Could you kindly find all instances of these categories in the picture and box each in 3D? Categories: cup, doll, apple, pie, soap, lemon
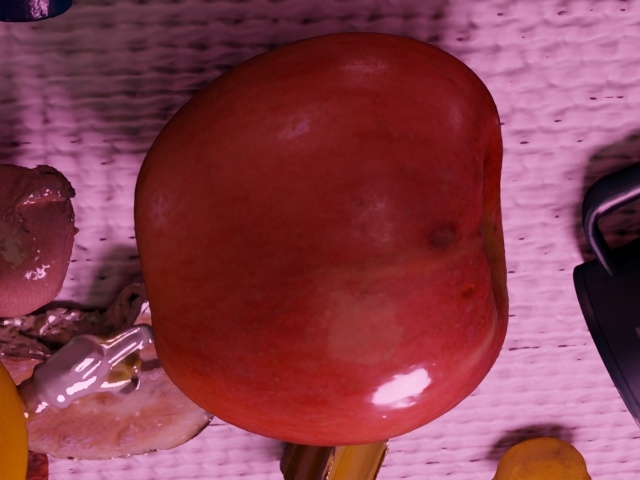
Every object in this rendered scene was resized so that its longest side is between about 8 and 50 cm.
[{"bbox_3d":[0.438,0.043,1.705,0.292,0.308,0.242,-27,169,18],"label":"cup"},{"bbox_3d":[-0.376,0.001,1.487,0.303,0.156,0.201,-9,146,-22],"label":"doll"},{"bbox_3d":[0.000,0.000,1.441,0.364,0.364,0.364,-6,140,-5],"label":"apple"},{"bbox_3d":[-0.241,0.147,1.768,0.338,0.075,0.337,-8,145,-6],"label":"pie"},{"bbox_3d":[0.017,0.250,1.893,0.076,0.135,0.233,4,137,-16],"label":"soap"},{"bbox_3d":[0.274,0.301,2.028,0.133,0.109,0.109,-9,141,12],"label":"lemon"},{"bbox_3d":[-0.353,0.124,1.396,0.348,0.161,0.423,-43,124,7],"label":"doll"}]

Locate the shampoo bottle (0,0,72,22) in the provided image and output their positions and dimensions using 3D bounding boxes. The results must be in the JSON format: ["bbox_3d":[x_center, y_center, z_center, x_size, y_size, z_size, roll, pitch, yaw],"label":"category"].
[{"bbox_3d":[-0.250,-0.258,1.309,0.087,0.050,0.183,-3,140,-5],"label":"shampoo bottle"}]

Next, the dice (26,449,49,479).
[{"bbox_3d":[-0.409,0.324,1.853,0.179,0.174,0.175,8,140,-20],"label":"dice"}]
